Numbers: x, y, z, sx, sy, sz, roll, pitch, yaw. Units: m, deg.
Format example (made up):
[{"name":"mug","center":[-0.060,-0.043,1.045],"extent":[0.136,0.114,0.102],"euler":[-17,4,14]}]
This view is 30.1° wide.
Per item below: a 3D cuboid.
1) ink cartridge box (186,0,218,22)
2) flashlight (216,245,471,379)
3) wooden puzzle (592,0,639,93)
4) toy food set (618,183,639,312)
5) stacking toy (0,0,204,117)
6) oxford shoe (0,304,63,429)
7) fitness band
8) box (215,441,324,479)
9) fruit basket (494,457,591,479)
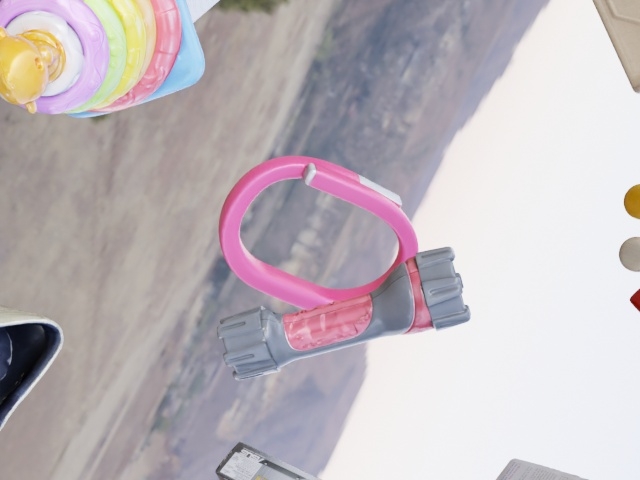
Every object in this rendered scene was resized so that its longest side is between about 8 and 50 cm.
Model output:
[{"name":"ink cartridge box","center":[-0.209,-0.348,1.497],"extent":[0.208,0.206,0.045],"euler":[-50,153,-43]},{"name":"flashlight","center":[0.027,0.090,1.454],"extent":[0.103,0.304,0.103],"euler":[-43,119,-83]},{"name":"wooden puzzle","center":[0.435,-0.308,1.401],"extent":[0.221,0.044,0.239],"euler":[-28,-124,22]},{"name":"toy food set","center":[0.411,0.049,1.289],"extent":[0.104,0.232,0.111],"euler":[3,130,-53]},{"name":"stacking toy","center":[-0.218,-0.164,1.001],"extent":[0.302,0.165,0.175],"euler":[-76,150,-69]},{"name":"oxford shoe","center":[-0.373,0.162,0.996],"extent":[0.397,0.146,0.140],"euler":[-53,127,-49]},{"name":"fitness band","center":[0.000,0.000,1.657],"extent":[0.209,0.290,0.054],"euler":[-57,-156,22]},{"name":"box","center":[-0.009,0.365,1.505],"extent":[0.056,0.231,0.183],"euler":[-49,140,-30]},{"name":"fruit basket","center":[0.283,0.443,1.520],"extent":[0.327,0.165,0.353],"euler":[-48,-158,-23]}]
